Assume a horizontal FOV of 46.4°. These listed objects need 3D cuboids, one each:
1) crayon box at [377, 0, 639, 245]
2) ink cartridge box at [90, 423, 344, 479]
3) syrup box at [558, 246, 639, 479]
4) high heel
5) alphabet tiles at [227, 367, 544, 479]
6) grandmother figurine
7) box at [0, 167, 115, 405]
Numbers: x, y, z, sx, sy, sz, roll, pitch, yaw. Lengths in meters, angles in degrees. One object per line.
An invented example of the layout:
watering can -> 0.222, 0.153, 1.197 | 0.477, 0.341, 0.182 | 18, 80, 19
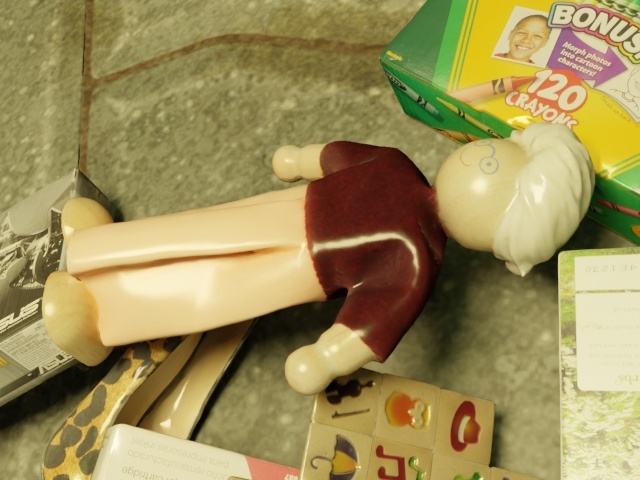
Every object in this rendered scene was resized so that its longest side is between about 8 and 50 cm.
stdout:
crayon box -> 0.201, -0.116, 0.534 | 0.278, 0.081, 0.165 | 36, 83, 32
ink cartridge box -> -0.079, 0.233, 0.431 | 0.158, 0.092, 0.218 | 18, 70, -11
syrup box -> 0.185, 0.127, 0.413 | 0.093, 0.096, 0.237 | -4, 65, 23
high heel -> -0.096, 0.130, 0.525 | 0.186, 0.093, 0.261 | -25, 56, 12
alphabet tiles -> 0.034, 0.195, 0.424 | 0.198, 0.009, 0.237 | 17, 67, -11
grandmother figurine -> 0.000, 0.000, 0.475 | 0.342, 0.104, 0.208 | -13, 57, 9
box -> -0.281, 0.061, 0.616 | 0.231, 0.056, 0.183 | -28, 39, 12
